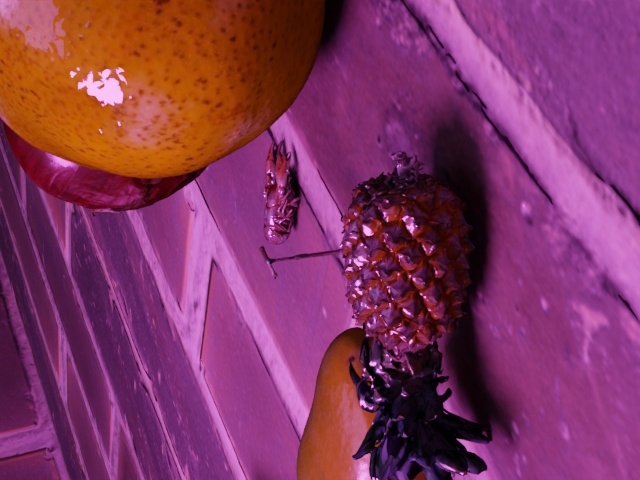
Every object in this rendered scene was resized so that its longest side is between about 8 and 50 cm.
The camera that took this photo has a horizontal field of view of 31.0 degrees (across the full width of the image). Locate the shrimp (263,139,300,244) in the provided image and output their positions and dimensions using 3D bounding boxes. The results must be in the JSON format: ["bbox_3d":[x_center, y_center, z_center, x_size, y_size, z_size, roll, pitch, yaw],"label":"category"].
[{"bbox_3d":[-0.034,-0.041,1.001,0.038,0.029,0.092,-162,67,-67],"label":"shrimp"}]

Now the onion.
[{"bbox_3d":[-0.204,-0.151,1.133,0.281,0.221,0.280,-49,30,41],"label":"onion"}]

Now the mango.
[{"bbox_3d":[0.032,0.166,0.861,0.122,0.086,0.191,-125,30,-51],"label":"mango"}]

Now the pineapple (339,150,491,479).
[{"bbox_3d":[0.060,0.052,0.733,0.103,0.083,0.221,6,106,37],"label":"pineapple"}]

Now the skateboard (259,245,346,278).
[{"bbox_3d":[0.000,0.000,0.861,0.063,0.083,0.032,107,146,-48],"label":"skateboard"}]

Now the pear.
[{"bbox_3d":[-0.128,-0.190,0.848,0.294,0.294,0.294,169,90,-68],"label":"pear"}]
